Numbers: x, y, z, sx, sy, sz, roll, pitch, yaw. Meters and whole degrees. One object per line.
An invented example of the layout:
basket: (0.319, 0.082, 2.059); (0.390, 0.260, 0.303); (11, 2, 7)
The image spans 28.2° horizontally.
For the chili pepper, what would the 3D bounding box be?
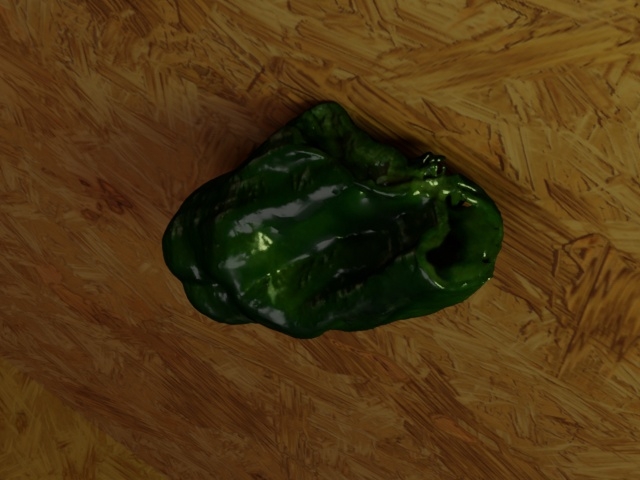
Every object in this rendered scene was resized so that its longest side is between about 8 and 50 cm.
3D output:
chili pepper: (-0.008, 0.005, 1.201); (0.213, 0.167, 0.385); (42, 152, -24)
